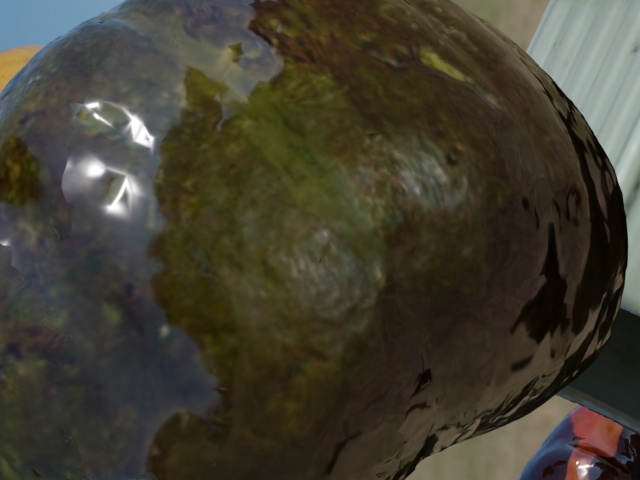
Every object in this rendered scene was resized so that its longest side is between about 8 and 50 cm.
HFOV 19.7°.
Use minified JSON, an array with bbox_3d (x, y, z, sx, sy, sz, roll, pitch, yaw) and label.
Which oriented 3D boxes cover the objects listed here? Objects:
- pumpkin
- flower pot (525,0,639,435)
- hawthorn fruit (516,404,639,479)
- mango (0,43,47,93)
[{"bbox_3d":[-0.024,0.041,0.627,0.242,0.325,0.232,52,170,0],"label":"pumpkin"},{"bbox_3d":[0.196,-0.007,0.994,0.189,0.209,0.239,-64,-30,-17],"label":"flower pot"},{"bbox_3d":[0.256,0.216,1.193,0.300,0.275,0.275,31,-121,-58],"label":"hawthorn fruit"},{"bbox_3d":[-0.160,-0.061,1.313,0.145,0.219,0.112,-46,-25,-38],"label":"mango"}]
